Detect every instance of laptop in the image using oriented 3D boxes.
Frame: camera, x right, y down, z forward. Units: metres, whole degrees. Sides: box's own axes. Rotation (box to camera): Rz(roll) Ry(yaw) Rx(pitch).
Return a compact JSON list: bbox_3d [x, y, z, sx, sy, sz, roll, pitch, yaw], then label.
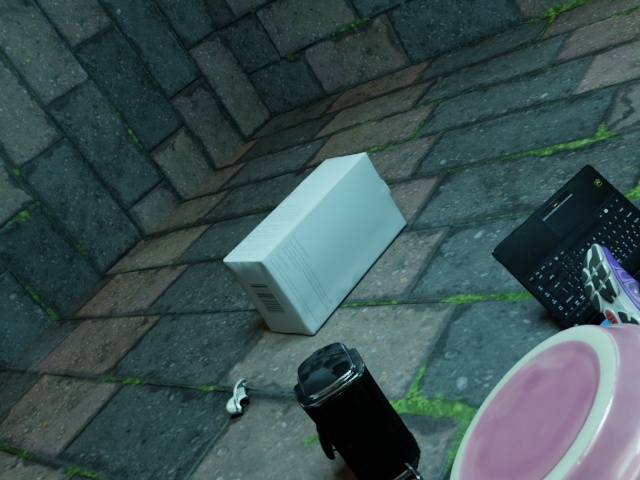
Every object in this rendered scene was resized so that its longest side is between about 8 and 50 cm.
[{"bbox_3d":[0.433,0.021,0.907,0.234,0.264,0.136,-39,-13,-16],"label":"laptop"}]

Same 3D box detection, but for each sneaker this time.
[{"bbox_3d":[-0.152,0.305,1.240,0.037,0.031,0.083,-7,36,21],"label":"sneaker"},{"bbox_3d":[0.406,0.077,0.833,0.071,0.068,0.169,-14,57,-13],"label":"sneaker"}]

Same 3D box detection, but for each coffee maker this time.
[{"bbox_3d":[0.059,0.246,0.886,0.120,0.178,0.171,-44,25,-22],"label":"coffee maker"}]

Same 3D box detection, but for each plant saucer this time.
[{"bbox_3d":[0.243,0.212,0.660,0.332,0.084,0.332,-53,1,1],"label":"plant saucer"}]

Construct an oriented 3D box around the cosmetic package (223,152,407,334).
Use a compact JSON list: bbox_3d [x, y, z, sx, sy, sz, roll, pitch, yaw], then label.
[{"bbox_3d":[0.000,0.000,1.415,0.156,0.217,0.385,-3,35,49],"label":"cosmetic package"}]
